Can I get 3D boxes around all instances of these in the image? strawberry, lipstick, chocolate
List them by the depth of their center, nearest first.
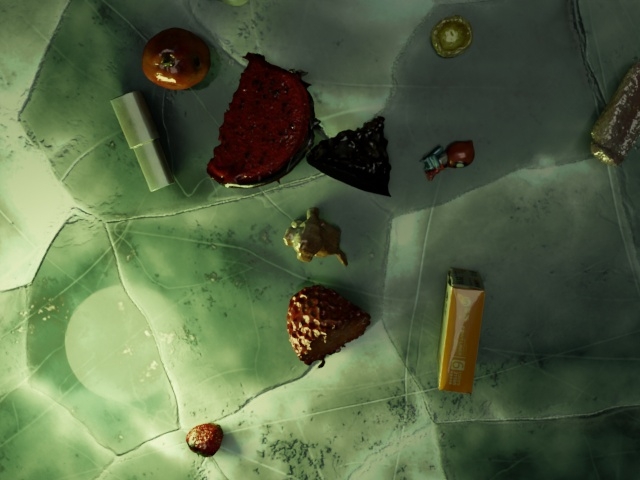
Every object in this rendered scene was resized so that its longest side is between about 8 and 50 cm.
[{"bbox_3d":[0.091,-0.232,1.873,0.206,0.224,0.177,24,87,-29],"label":"chocolate"},{"bbox_3d":[-0.453,-0.256,1.973,0.077,0.079,0.253,-20,99,7],"label":"lipstick"},{"bbox_3d":[0.005,0.205,1.990,0.234,0.234,0.178,-36,67,10],"label":"strawberry"},{"bbox_3d":[-0.317,0.545,2.103,0.106,0.106,0.106,1,100,5],"label":"strawberry"}]

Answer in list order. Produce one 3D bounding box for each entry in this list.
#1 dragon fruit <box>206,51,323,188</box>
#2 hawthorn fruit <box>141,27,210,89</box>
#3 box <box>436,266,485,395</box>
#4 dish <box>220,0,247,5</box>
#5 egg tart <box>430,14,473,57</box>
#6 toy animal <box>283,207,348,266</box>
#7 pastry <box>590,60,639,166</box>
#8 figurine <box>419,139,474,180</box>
[{"bbox_3d":[-0.121,-0.268,1.907,0.282,0.100,0.343,28,99,29],"label":"dragon fruit"},{"bbox_3d":[-0.361,-0.425,1.830,0.165,0.285,0.165,1,111,3],"label":"hawthorn fruit"},{"bbox_3d":[0.349,0.220,1.917,0.091,0.221,0.273,6,103,6],"label":"box"},{"bbox_3d":[-0.226,-0.679,1.881,0.191,0.066,0.190,1,101,5],"label":"dish"},{"bbox_3d":[0.323,-0.500,1.878,0.105,0.039,0.105,1,100,5],"label":"egg tart"},{"bbox_3d":[0.000,0.015,1.927,0.184,0.185,0.104,45,99,-4],"label":"toy animal"},{"bbox_3d":[0.736,-0.300,1.847,0.103,0.112,0.265,30,90,5],"label":"pastry"},{"bbox_3d":[0.324,-0.208,1.921,0.140,0.068,0.075,-24,94,3],"label":"figurine"}]
